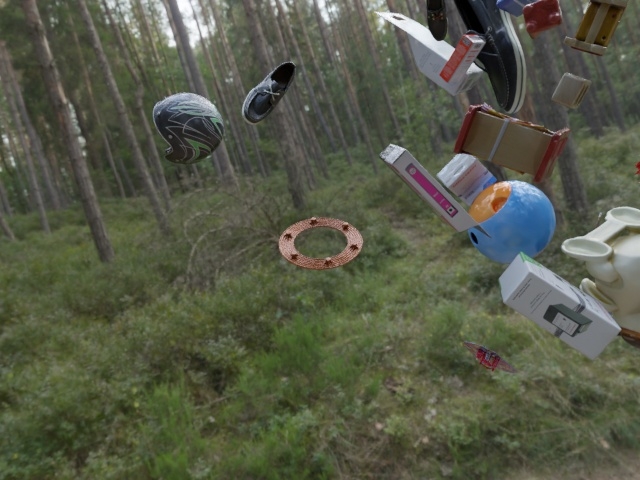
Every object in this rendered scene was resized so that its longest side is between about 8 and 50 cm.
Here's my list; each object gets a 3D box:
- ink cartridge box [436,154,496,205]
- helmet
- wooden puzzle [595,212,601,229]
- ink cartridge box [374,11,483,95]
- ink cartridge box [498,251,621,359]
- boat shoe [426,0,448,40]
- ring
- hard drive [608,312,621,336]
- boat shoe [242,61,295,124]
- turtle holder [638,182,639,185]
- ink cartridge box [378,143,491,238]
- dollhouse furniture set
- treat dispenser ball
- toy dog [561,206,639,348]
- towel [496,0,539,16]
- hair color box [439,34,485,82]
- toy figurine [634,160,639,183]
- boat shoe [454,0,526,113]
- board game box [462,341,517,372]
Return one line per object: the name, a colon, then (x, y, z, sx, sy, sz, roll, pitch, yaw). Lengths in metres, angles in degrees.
ink cartridge box: (0.530, -0.226, 1.869, 0.139, 0.082, 0.191, -46, -42, 16)
helmet: (-0.319, -0.275, 1.251, 0.169, 0.169, 0.161, -16, -16, -27)
wooden puzzle: (0.948, -0.062, 1.763, 0.006, 0.049, 0.083, 15, -26, 31)
ink cartridge box: (0.371, -0.659, 1.810, 0.091, 0.385, 0.308, -58, -11, 32)
ink cartridge box: (0.674, 0.180, 1.484, 0.121, 0.289, 0.211, -58, -4, 19)
boat shoe: (0.274, -0.541, 1.226, 0.049, 0.133, 0.042, -2, 25, 20)
ring: (0.000, 0.000, 2.069, 0.337, 0.032, 0.336, -1, 36, 1)
hard drive: (1.152, 0.253, 1.970, 0.172, 0.054, 0.254, -46, 7, 26)
boat shoe: (-0.150, -0.436, 1.517, 0.233, 0.084, 0.079, -56, 16, -24)
turtle holder: (1.207, -0.264, 1.632, 0.243, 0.320, 0.227, 6, 32, -16)
ink cartridge box: (0.332, -0.131, 1.517, 0.069, 0.371, 0.176, -48, 14, 8)
dollhouse furniture set: (0.454, -0.325, 1.085, 0.201, 0.374, 0.152, 28, 26, 24)
treat dispenser ball: (0.654, -0.063, 1.783, 0.288, 0.288, 0.288, -17, -1, 0)
toy dog: (1.035, 0.143, 1.659, 0.285, 0.408, 0.395, -36, 26, -18)
towel: (0.651, -0.720, 1.390, 0.336, 0.040, 0.243, -25, 1, 35)
hair color box: (0.430, -0.551, 1.571, 0.072, 0.043, 0.141, -18, -28, -39)
toy figurine: (1.043, -0.208, 1.315, 0.363, 0.191, 0.217, -6, -19, 4)
boat shoe: (0.546, -0.652, 1.695, 0.156, 0.500, 0.187, -16, 2, 1)
board game box: (0.485, 0.354, 1.506, 0.033, 0.169, 0.133, -57, 22, -16)
